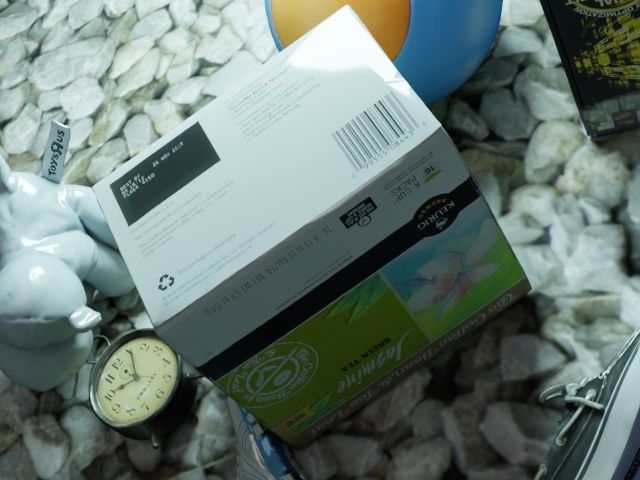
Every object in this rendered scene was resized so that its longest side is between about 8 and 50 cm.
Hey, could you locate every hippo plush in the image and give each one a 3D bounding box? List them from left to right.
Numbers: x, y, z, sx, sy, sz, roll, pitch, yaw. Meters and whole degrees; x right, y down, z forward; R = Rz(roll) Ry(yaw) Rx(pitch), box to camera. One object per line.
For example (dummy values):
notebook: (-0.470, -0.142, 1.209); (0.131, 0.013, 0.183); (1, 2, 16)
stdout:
hippo plush: (-0.305, 0.042, 1.335); (0.234, 0.294, 0.237); (-2, 42, -16)

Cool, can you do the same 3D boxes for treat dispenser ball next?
treat dispenser ball: (0.076, -0.295, 1.343); (0.288, 0.288, 0.288); (-12, 57, 20)

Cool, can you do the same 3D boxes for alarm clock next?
alarm clock: (-0.225, 0.167, 1.357); (0.192, 0.064, 0.129); (29, 77, 34)

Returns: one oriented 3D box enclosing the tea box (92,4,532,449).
tea box: (0.000, 0.000, 1.181); (0.329, 0.323, 0.220); (-35, 52, 4)

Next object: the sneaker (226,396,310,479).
sneaker: (-0.071, 0.251, 1.230); (0.083, 0.071, 0.191); (-40, 52, 7)

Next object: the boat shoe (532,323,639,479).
boat shoe: (0.273, 0.177, 1.078); (0.105, 0.113, 0.306); (24, 89, 41)

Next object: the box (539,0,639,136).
box: (0.431, -0.267, 1.132); (0.394, 0.318, 0.097); (-11, 58, 19)
